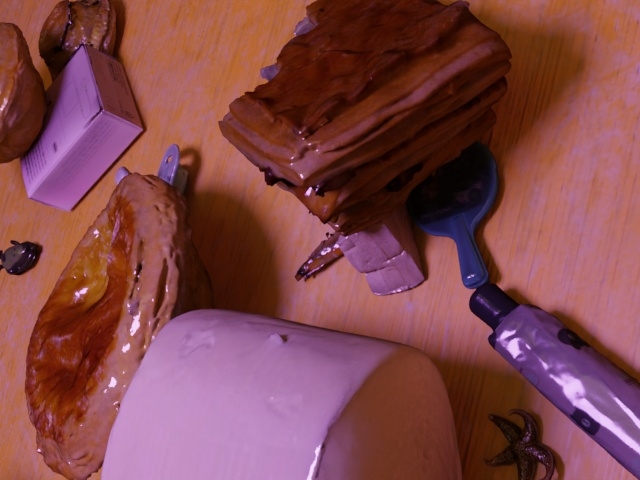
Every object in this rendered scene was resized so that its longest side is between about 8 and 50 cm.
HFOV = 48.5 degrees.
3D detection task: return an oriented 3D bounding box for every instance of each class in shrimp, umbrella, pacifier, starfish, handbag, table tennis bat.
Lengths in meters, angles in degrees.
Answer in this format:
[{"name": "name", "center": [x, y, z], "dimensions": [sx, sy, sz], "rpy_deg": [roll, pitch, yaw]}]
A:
[{"name": "shrimp", "center": [0.000, 0.000, 0.981], "dimensions": [0.127, 0.025, 0.091], "rpy_deg": [-48, 52, 11]}, {"name": "umbrella", "center": [0.270, 0.152, 0.688], "dimensions": [0.073, 0.067, 0.337], "rpy_deg": [-47, 51, 0]}, {"name": "pacifier", "center": [-0.284, -0.093, 1.183], "dimensions": [0.126, 0.116, 0.151], "rpy_deg": [1, 79, 65]}, {"name": "starfish", "center": [0.208, 0.223, 0.742], "dimensions": [0.078, 0.028, 0.091], "rpy_deg": [-3, 77, 44]}, {"name": "handbag", "center": [-0.612, 0.032, 1.446], "dimensions": [0.111, 0.047, 0.072], "rpy_deg": [-21, 65, 35]}, {"name": "table tennis bat", "center": [0.167, -0.034, 0.857], "dimensions": [0.124, 0.033, 0.201], "rpy_deg": [-27, 56, 30]}]

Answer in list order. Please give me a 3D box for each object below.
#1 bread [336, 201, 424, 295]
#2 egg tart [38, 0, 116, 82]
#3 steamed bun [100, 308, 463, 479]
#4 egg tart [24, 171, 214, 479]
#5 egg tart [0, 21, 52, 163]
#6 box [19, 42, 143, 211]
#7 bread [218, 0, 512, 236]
[{"name": "bread", "center": [0.085, -0.019, 0.922], "dimensions": [0.077, 0.105, 0.152], "rpy_deg": [-23, 31, 32]}, {"name": "egg tart", "center": [-0.513, -0.416, 1.476], "dimensions": [0.241, 0.105, 0.241], "rpy_deg": [-16, 66, 39]}, {"name": "steamed bun", "center": [-0.044, 0.315, 0.748], "dimensions": [0.371, 0.289, 0.456], "rpy_deg": [2, 76, 43]}, {"name": "egg tart", "center": [-0.274, 0.125, 1.030], "dimensions": [0.443, 0.178, 0.444], "rpy_deg": [-31, 48, 42]}, {"name": "egg tart", "center": [-0.616, -0.254, 1.360], "dimensions": [0.318, 0.128, 0.319], "rpy_deg": [-21, 59, 38]}, {"name": "box", "center": [-0.473, -0.217, 1.375], "dimensions": [0.251, 0.106, 0.203], "rpy_deg": [-41, 54, 21]}, {"name": "bread", "center": [0.037, -0.165, 0.867], "dimensions": [0.314, 0.192, 0.370], "rpy_deg": [-35, 35, -8]}]
